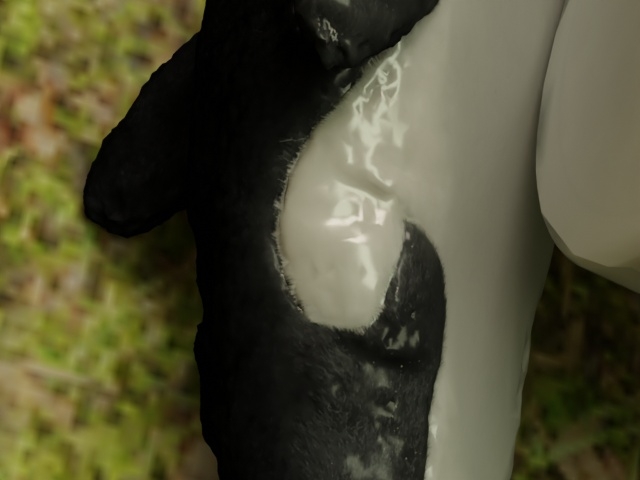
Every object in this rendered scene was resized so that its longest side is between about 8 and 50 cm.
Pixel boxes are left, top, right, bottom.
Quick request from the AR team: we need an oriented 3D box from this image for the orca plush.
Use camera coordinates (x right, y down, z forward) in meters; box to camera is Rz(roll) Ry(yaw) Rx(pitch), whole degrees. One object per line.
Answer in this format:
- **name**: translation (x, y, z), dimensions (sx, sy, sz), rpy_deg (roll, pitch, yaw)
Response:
- **orca plush**: translation (0.000, 0.000, 0.430), dimensions (0.151, 0.102, 0.287), rpy_deg (-10, 100, -61)

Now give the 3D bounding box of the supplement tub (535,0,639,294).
- **supplement tub**: translation (0.225, -0.022, 0.361), dimensions (0.316, 0.228, 0.228), rpy_deg (23, 69, -11)
